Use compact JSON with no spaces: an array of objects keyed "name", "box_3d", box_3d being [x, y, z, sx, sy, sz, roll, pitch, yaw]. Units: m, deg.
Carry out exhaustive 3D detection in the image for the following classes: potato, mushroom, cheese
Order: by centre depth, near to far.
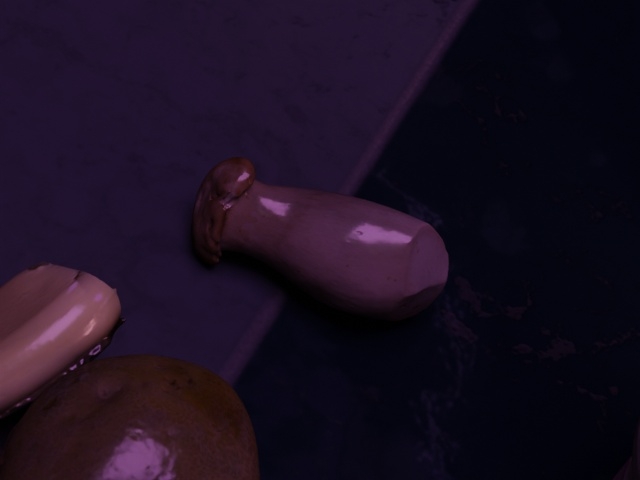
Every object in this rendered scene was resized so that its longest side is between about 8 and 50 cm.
[{"name":"potato","box_3d":[-0.139,0.186,1.333,0.178,0.160,0.235,24,58,28]},{"name":"cheese","box_3d":[-0.260,0.110,1.384,0.251,0.127,0.054,-41,117,-24]},{"name":"mushroom","box_3d":[0.000,0.001,1.546,0.212,0.097,0.088,24,62,-2]}]

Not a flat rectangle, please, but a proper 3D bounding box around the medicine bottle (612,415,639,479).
[{"name":"medicine bottle","box_3d":[0.347,0.179,1.401,0.256,0.325,0.256,10,55,-14]}]
